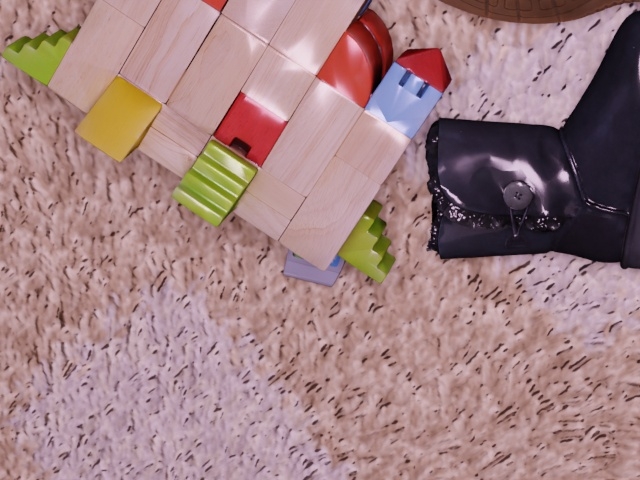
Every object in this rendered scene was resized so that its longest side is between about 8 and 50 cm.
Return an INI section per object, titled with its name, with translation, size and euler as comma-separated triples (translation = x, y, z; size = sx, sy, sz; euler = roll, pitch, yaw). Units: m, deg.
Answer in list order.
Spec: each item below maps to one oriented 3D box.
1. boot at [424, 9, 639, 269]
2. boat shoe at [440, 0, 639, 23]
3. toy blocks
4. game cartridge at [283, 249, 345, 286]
[boot]
translation = 0.196, -0.091, 1.702
size = 0.207, 0.094, 0.246
euler = 5, 113, 5
[boat shoe]
translation = 0.227, -0.258, 1.651
size = 0.302, 0.098, 0.109
euler = -3, 135, 10
[toy blocks]
translation = -0.040, -0.166, 1.663
size = 0.381, 0.191, 0.261
euler = 34, 112, 1
[game cartridge]
translation = 0.000, 0.000, 1.805
size = 0.056, 0.017, 0.083
euler = 12, 108, 2
